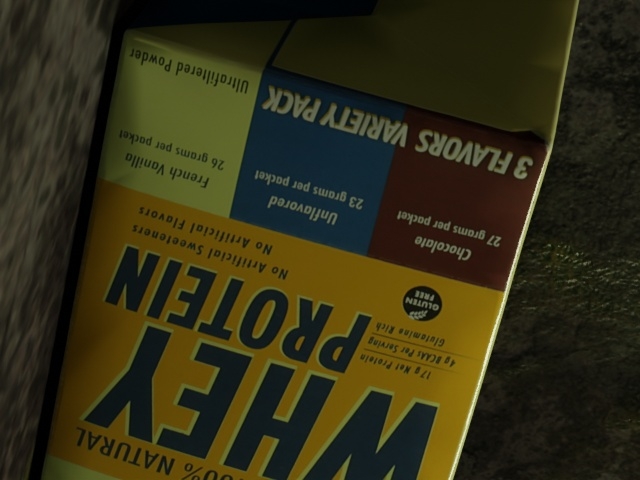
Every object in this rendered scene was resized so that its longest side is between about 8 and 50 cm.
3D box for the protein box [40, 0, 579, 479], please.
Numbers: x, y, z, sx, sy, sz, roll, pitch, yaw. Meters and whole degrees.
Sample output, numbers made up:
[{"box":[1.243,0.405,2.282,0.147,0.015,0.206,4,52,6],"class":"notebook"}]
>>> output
[{"box":[0.000,0.000,0.695,0.200,0.136,0.201,-67,172,-63],"class":"protein box"}]
